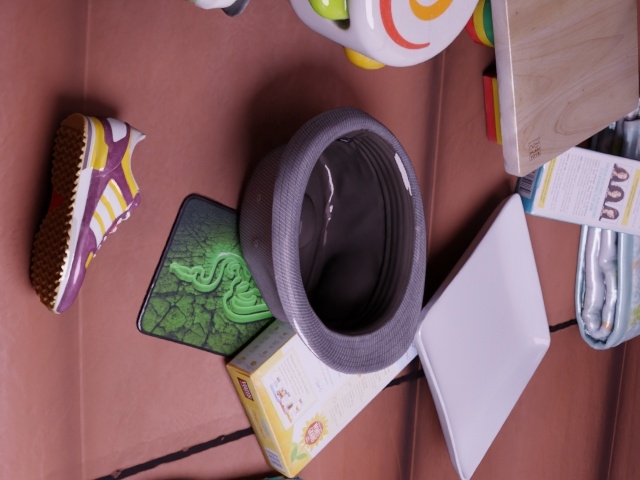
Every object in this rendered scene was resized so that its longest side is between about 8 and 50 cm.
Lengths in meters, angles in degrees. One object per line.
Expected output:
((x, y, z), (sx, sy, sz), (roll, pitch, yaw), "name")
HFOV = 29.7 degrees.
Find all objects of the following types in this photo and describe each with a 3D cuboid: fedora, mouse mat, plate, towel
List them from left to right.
((-0.101, 0.046, 1.284), (0.190, 0.007, 0.152), (22, 88, -47), "mouse mat")
((0.000, 0.000, 1.274), (0.244, 0.124, 0.275), (-10, 97, -48), "fedora")
((0.205, 0.121, 1.556), (0.277, 0.045, 0.278), (-50, 135, -36), "plate")
((0.513, -0.045, 1.805), (0.321, 0.090, 0.374), (-13, 113, -41), "towel")

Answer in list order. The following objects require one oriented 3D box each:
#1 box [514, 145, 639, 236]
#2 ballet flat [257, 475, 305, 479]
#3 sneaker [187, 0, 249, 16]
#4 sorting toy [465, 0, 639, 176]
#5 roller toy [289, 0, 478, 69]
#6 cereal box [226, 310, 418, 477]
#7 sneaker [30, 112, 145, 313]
((0.386, -0.066, 1.616), (0.244, 0.060, 0.100), (11, 99, -20), "box")
((-0.101, 0.312, 1.329), (0.241, 0.091, 0.077), (7, 132, -41), "ballet flat")
((-0.146, -0.388, 1.004), (0.182, 0.158, 0.410), (-10, 107, -26), "sneaker")
((0.285, -0.248, 1.505), (0.257, 0.089, 0.255), (-29, 123, -35), "sorting toy")
((0.065, -0.285, 1.232), (0.191, 0.146, 0.209), (-57, 141, -2), "roller toy")
((0.011, 0.134, 1.394), (0.240, 0.047, 0.173), (-41, 132, -29), "cereal box")
((-0.207, -0.021, 1.109), (0.084, 0.070, 0.185), (7, 100, -41), "sneaker")
